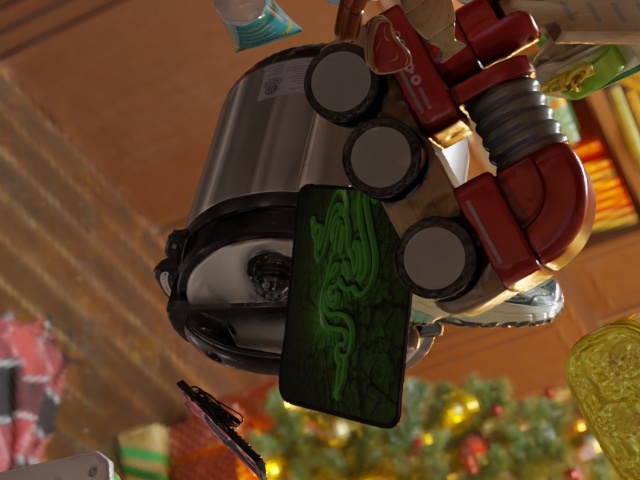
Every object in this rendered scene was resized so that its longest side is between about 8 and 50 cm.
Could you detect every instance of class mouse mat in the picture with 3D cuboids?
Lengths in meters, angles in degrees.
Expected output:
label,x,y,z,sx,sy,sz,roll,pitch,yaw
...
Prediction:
label,x,y,z,sx,sy,sz,roll,pitch,yaw
mouse mat,0.021,0.050,1.104,0.007,0.152,0.190,6,89,-40

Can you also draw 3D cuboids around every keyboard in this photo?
label,x,y,z,sx,sy,sz,roll,pitch,yaw
keyboard,-0.139,0.274,2.029,0.192,0.038,0.100,40,-21,26

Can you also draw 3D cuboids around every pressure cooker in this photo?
label,x,y,z,sx,sy,sz,roll,pitch,yaw
pressure cooker,-0.003,-0.004,1.808,0.375,0.370,0.420,26,51,-18

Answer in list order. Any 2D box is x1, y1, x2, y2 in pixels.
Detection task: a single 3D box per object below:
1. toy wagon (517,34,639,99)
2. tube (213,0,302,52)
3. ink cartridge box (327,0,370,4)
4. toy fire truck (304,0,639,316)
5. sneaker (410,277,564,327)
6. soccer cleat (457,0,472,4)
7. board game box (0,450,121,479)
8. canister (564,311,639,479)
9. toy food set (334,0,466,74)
label,x,y,z,sx,sy,sz,roll,pitch,yaw
toy wagon,0.354,-0.251,1.653,0.068,0.267,0.344,52,42,-15
tube,-0.069,-0.232,1.431,0.207,0.080,0.052,24,54,-83
ink cartridge box,0.047,-0.279,1.439,0.083,0.028,0.048,-16,115,-37
toy fire truck,0.147,-0.087,0.974,0.217,0.246,0.158,63,12,13
sneaker,0.151,0.032,1.463,0.283,0.110,0.122,3,88,-32
soccer cleat,0.246,-0.353,1.348,0.116,0.318,0.109,46,27,-39
board game box,-0.363,0.438,1.342,0.050,0.390,0.390,48,30,-61
canister,0.258,0.120,1.070,0.126,0.073,0.170,62,18,8
toy food set,0.028,-0.144,0.757,0.122,0.078,0.019,66,-7,-31
